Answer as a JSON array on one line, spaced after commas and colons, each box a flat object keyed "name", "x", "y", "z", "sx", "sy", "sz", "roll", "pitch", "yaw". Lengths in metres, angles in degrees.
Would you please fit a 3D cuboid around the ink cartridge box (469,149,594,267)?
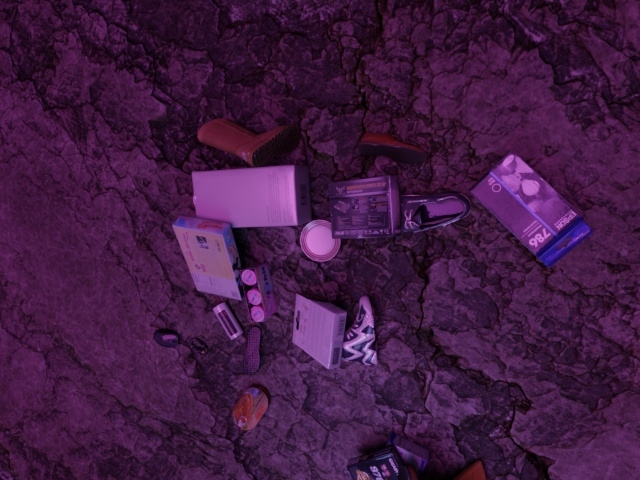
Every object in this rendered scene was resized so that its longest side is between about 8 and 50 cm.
[{"name": "ink cartridge box", "x": 0.606, "y": -0.086, "z": 1.268, "sx": 0.332, "sy": 0.065, "sz": 0.165, "roll": 45, "pitch": 107, "yaw": 6}]

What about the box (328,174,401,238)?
[{"name": "box", "x": 0.134, "y": -0.099, "z": 1.369, "sx": 0.230, "sy": 0.056, "sz": 0.183, "roll": -2, "pitch": 92, "yaw": 38}]

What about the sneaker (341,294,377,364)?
[{"name": "sneaker", "x": 0.106, "y": 0.300, "z": 1.456, "sx": 0.152, "sy": 0.094, "sz": 0.235, "roll": -4, "pitch": 106, "yaw": 9}]

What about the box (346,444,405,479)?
[{"name": "box", "x": 0.212, "y": 0.799, "z": 1.439, "sx": 0.175, "sy": 0.051, "sz": 0.221, "roll": -28, "pitch": 90, "yaw": 20}]

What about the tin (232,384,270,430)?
[{"name": "tin", "x": -0.256, "y": 0.624, "z": 1.645, "sx": 0.106, "sy": 0.040, "sz": 0.190, "roll": 35, "pitch": 106, "yaw": 14}]

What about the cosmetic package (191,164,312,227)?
[{"name": "cosmetic package", "x": -0.226, "y": -0.145, "z": 1.467, "sx": 0.364, "sy": 0.155, "sz": 0.197, "roll": 1, "pitch": 98, "yaw": 18}]

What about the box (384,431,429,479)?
[{"name": "box", "x": 0.276, "y": 0.741, "z": 1.477, "sx": 0.137, "sy": 0.072, "sz": 0.126, "roll": 22, "pitch": 103, "yaw": 14}]

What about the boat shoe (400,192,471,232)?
[{"name": "boat shoe", "x": 0.294, "y": -0.083, "z": 1.343, "sx": 0.318, "sy": 0.099, "sz": 0.117, "roll": -9, "pitch": 98, "yaw": 19}]

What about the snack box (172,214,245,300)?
[{"name": "snack box", "x": -0.368, "y": 0.065, "z": 1.503, "sx": 0.186, "sy": 0.060, "sz": 0.322, "roll": 10, "pitch": 135, "yaw": 16}]

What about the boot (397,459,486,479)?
[{"name": "boot", "x": 0.397, "y": 0.765, "z": 1.368, "sx": 0.280, "sy": 0.096, "sz": 0.265, "roll": -21, "pitch": 87, "yaw": -16}]

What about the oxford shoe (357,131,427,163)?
[{"name": "oxford shoe", "x": 0.227, "y": -0.294, "z": 1.356, "sx": 0.212, "sy": 0.076, "sz": 0.076, "roll": 15, "pitch": 62, "yaw": 5}]

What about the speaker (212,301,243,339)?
[{"name": "speaker", "x": -0.339, "y": 0.293, "z": 1.615, "sx": 0.055, "sy": 0.055, "sz": 0.136, "roll": -32, "pitch": 87, "yaw": 18}]

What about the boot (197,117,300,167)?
[{"name": "boot", "x": -0.236, "y": -0.353, "z": 1.459, "sx": 0.269, "sy": 0.236, "sz": 0.089, "roll": 30, "pitch": 138, "yaw": 33}]

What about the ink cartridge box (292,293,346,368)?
[{"name": "ink cartridge box", "x": -0.008, "y": 0.295, "z": 1.482, "sx": 0.232, "sy": 0.066, "sz": 0.189, "roll": 20, "pitch": 107, "yaw": 58}]

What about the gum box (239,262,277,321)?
[{"name": "gum box", "x": -0.212, "y": 0.181, "z": 1.532, "sx": 0.062, "sy": 0.107, "sz": 0.189, "roll": -11, "pitch": 94, "yaw": 18}]

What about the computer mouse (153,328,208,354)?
[{"name": "computer mouse", "x": -0.544, "y": 0.397, "z": 1.700, "sx": 0.241, "sy": 0.041, "sz": 0.071, "roll": 11, "pitch": 100, "yaw": 15}]

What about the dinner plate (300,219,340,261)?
[{"name": "dinner plate", "x": 0.000, "y": 0.000, "z": 1.490, "sx": 0.141, "sy": 0.017, "sz": 0.142, "roll": 3, "pitch": 99, "yaw": 17}]

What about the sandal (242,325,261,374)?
[{"name": "sandal", "x": -0.243, "y": 0.403, "z": 1.613, "sx": 0.067, "sy": 0.040, "sz": 0.180, "roll": 7, "pitch": 85, "yaw": 11}]
